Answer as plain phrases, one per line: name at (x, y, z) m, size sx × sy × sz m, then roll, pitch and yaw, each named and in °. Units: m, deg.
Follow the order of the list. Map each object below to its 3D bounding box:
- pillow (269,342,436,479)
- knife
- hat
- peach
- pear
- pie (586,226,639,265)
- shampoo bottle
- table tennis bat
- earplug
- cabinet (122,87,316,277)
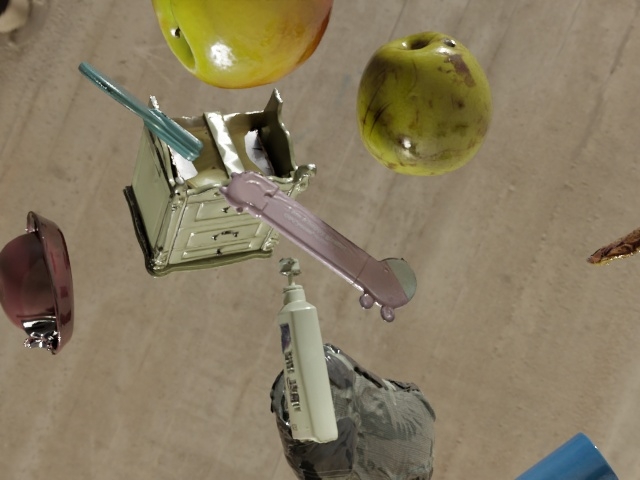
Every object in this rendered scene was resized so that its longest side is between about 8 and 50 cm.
pillow at (0.054, 0.224, 0.828) m, size 0.092 × 0.335 × 0.162 m, roll -14°, pitch -117°, yaw 31°
knife at (0.000, 0.000, 1.267) m, size 0.132 × 0.398 × 0.038 m, roll -58°, pitch -173°, yaw -33°
hat at (-0.404, 0.061, 0.984) m, size 0.205 × 0.089 × 0.206 m, roll 20°, pitch -67°, yaw 58°
peach at (-0.090, -0.301, 0.845) m, size 0.231 × 0.231 × 0.231 m, roll -158°, pitch -90°, yaw -86°
pear at (0.195, -0.261, 1.348) m, size 0.283 × 0.283 × 0.284 m, roll -158°, pitch -90°, yaw -86°
pie at (0.461, 0.003, 1.039) m, size 0.170 × 0.034 × 0.092 m, roll -34°, pitch 176°, yaw 41°
shampoo bottle at (-0.014, 0.082, 0.537) m, size 0.049 × 0.034 × 0.141 m, roll 121°, pitch -40°, yaw -76°
table tennis bat at (-0.248, -0.181, 0.975) m, size 0.033 × 0.201 × 0.124 m, roll -52°, pitch -176°, yaw 4°
earplug at (0.459, 0.521, 1.440) m, size 0.273 × 0.132 × 0.132 m, roll -33°, pitch -174°, yaw 2°
cabinet at (-0.212, -0.113, 1.423) m, size 0.228 × 0.289 × 0.318 m, roll 67°, pitch -31°, yaw 24°
